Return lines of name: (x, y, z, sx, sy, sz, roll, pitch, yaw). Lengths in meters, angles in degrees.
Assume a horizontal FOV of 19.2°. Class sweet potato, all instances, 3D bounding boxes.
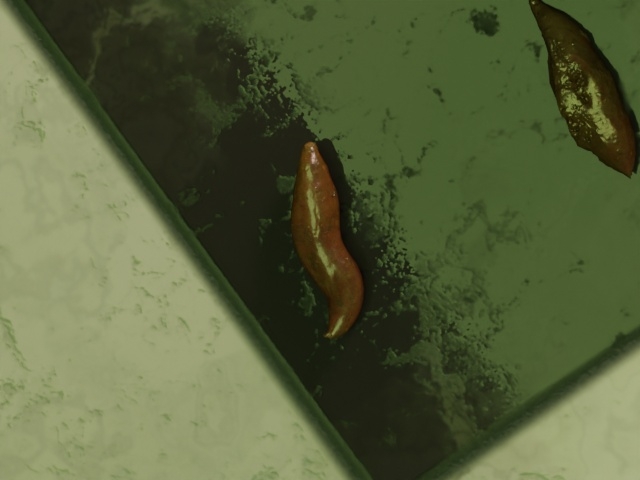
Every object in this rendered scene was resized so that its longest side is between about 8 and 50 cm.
sweet potato: (0.002, -0.001, 1.933, 0.055, 0.058, 0.202, -18, 98, -27)
sweet potato: (0.255, -0.153, 1.846, 0.068, 0.060, 0.205, -19, 79, -22)
